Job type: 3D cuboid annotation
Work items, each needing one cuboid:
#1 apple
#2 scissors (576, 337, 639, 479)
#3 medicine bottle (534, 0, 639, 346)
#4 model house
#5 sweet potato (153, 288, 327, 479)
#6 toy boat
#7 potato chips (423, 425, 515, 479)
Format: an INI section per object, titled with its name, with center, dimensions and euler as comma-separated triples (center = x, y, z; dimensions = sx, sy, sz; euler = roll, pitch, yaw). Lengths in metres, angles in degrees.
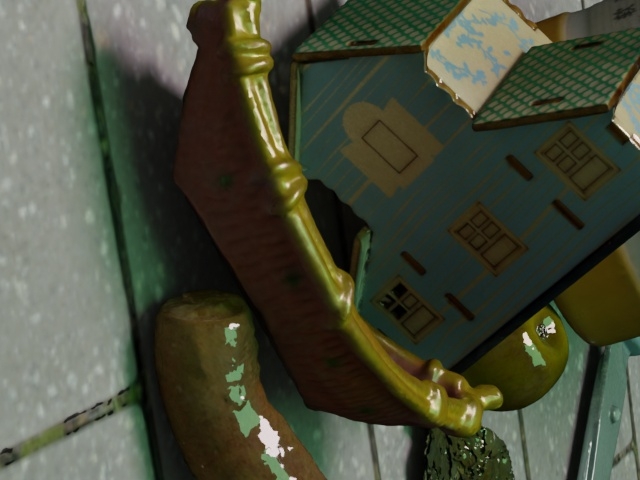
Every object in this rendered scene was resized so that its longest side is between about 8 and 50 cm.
[apple]
center = 0.124, 0.072, 1.199
dimensions = 0.089, 0.074, 0.089
euler = 27, 50, -38
[scissors]
center = 0.239, 0.105, 1.431
dimensions = 0.192, 0.029, 0.447
euler = 51, 46, -45
[medicine bottle]
center = 0.263, -0.069, 1.235
dimensions = 0.238, 0.232, 0.238
euler = 54, 25, -40
[model house]
center = 0.086, -0.070, 1.047
dimensions = 0.206, 0.271, 0.178
euler = 42, 44, -3
[sweet potato]
center = -0.002, 0.206, 0.949
dimensions = 0.109, 0.109, 0.385
euler = -50, 129, -49
[toy boat]
center = -0.005, 0.005, 0.943
dimensions = 0.099, 0.141, 0.318
euler = -34, 123, -4
[potato chips]
center = 0.103, 0.190, 1.202
dimensions = 0.142, 0.026, 0.209
euler = -44, 125, -49
